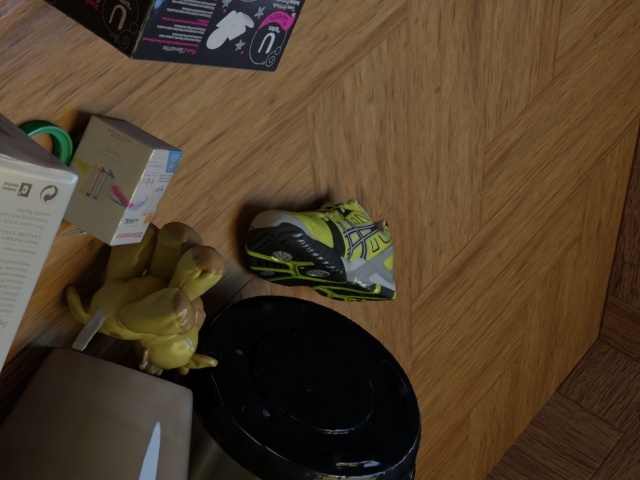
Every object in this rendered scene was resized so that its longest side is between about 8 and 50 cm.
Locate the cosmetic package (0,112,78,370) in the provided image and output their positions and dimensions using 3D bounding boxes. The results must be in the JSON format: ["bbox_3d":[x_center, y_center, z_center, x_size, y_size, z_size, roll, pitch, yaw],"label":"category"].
[{"bbox_3d":[-0.399,0.057,1.080,0.156,0.217,0.385,14,104,-47],"label":"cosmetic package"}]

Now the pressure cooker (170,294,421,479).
[{"bbox_3d":[-0.088,0.335,1.728,0.370,0.375,0.420,-6,137,-41],"label":"pressure cooker"}]

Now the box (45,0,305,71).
[{"bbox_3d":[-0.150,-0.279,1.243,0.247,0.163,0.142,-6,126,-57],"label":"box"}]

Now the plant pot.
[{"bbox_3d":[-0.296,0.294,1.470,0.323,0.323,0.280,36,68,-63],"label":"plant pot"}]

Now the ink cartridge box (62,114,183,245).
[{"bbox_3d":[-0.242,-0.062,1.366,0.143,0.090,0.092,-64,167,9],"label":"ink cartridge box"}]

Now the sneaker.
[{"bbox_3d":[0.000,0.000,1.852,0.384,0.145,0.147,27,63,-61],"label":"sneaker"}]

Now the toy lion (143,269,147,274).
[{"bbox_3d":[-0.227,0.054,1.599,0.096,0.034,0.100,-55,154,9],"label":"toy lion"}]

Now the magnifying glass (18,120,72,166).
[{"bbox_3d":[-0.360,-0.069,1.253,0.231,0.026,0.092,-25,138,-47],"label":"magnifying glass"}]

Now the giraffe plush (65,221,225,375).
[{"bbox_3d":[-0.205,0.099,1.500,0.210,0.181,0.170,-44,142,-11],"label":"giraffe plush"}]
